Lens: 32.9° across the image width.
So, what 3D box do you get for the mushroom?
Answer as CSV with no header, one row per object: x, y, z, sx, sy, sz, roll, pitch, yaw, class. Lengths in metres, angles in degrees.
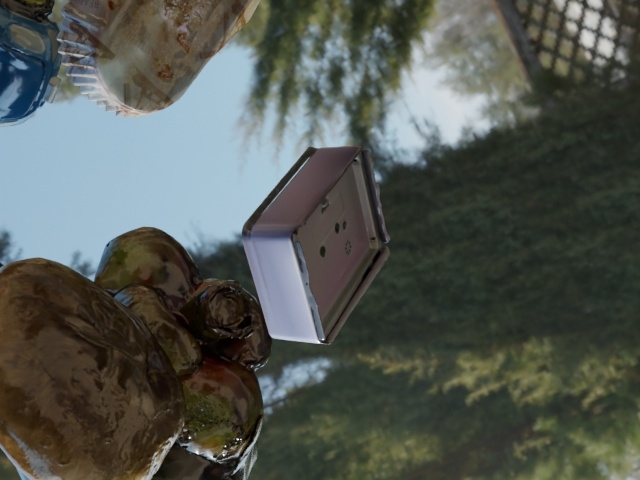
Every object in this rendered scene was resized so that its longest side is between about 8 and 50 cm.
-0.255,0.146,1.157,0.278,0.146,0.278,37,-145,-32,mushroom

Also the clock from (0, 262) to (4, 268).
-0.512,0.082,1.235,0.273,0.279,0.049,32,147,35,clock

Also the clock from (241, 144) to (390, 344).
0.001,0.001,1.149,0.193,0.073,0.144,-54,-42,-50,clock

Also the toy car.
-0.472,-0.260,1.342,0.314,0.198,0.166,35,-145,2,toy car

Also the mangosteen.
-0.258,0.208,1.501,0.381,0.381,0.421,-80,1,-58,mangosteen

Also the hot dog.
-0.120,-0.229,0.934,0.144,0.268,0.075,44,170,-29,hot dog
